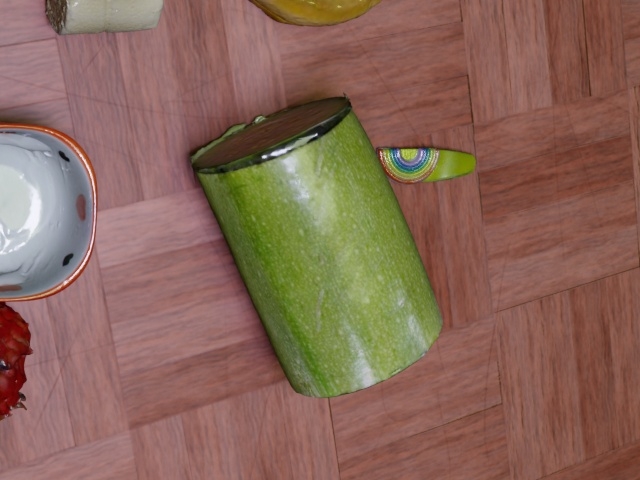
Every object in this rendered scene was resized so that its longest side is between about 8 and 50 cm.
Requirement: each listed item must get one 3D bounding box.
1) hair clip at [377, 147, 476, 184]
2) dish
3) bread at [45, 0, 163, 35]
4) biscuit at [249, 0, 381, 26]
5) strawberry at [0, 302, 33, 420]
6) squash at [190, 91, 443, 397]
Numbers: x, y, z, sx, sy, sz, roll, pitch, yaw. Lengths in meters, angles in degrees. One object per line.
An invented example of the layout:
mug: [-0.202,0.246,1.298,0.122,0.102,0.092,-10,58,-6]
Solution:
hair clip: [0.176,-0.121,1.978,0.188,0.033,0.060,-2,101,-28]
dish: [-0.425,-0.043,1.619,0.256,0.117,0.256,-5,101,-28]
bread: [-0.287,-0.350,1.630,0.141,0.134,0.148,-9,116,-26]
biscuit: [0.000,-0.458,1.787,0.296,0.102,0.296,-5,101,-25]
strawberry: [-0.500,0.149,1.598,0.253,0.150,0.280,-21,110,-24]
squash: [0.000,0.000,1.778,0.263,0.263,0.384,-32,112,-20]
